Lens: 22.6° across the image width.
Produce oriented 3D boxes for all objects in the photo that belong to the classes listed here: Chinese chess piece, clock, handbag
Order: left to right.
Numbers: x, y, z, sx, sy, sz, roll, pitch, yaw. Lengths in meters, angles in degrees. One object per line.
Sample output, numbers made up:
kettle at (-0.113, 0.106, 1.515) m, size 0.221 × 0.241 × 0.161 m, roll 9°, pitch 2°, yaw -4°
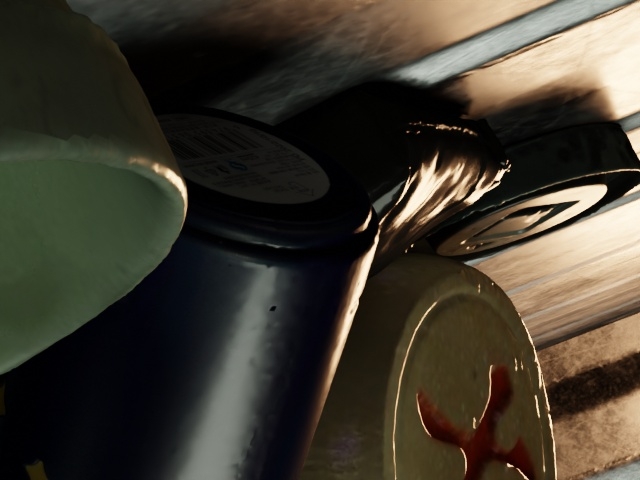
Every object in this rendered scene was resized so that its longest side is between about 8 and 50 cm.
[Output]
handbag at (0.000, 0.000, 1.076) m, size 0.247 × 0.080 × 0.223 m, roll -35°, pitch 164°, yaw 21°
Chinese chess piece at (0.068, 0.178, 1.285) m, size 0.140 × 0.338 × 0.338 m, roll -8°, pitch 176°, yaw 30°
clock at (0.162, -0.035, 1.361) m, size 0.226 × 0.049 × 0.226 m, roll -18°, pitch 169°, yaw -4°

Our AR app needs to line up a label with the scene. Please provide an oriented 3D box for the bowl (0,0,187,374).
bowl at (-0.203, -0.021, 0.477) m, size 0.307 × 0.163 × 0.307 m, roll -19°, pitch 168°, yaw -4°

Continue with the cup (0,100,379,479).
cup at (-0.109, 0.051, 0.870) m, size 0.178 × 0.255 × 0.256 m, roll -9°, pitch 125°, yaw -49°
